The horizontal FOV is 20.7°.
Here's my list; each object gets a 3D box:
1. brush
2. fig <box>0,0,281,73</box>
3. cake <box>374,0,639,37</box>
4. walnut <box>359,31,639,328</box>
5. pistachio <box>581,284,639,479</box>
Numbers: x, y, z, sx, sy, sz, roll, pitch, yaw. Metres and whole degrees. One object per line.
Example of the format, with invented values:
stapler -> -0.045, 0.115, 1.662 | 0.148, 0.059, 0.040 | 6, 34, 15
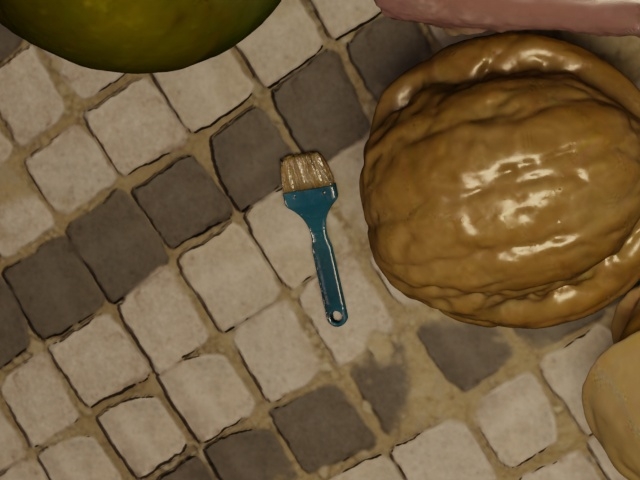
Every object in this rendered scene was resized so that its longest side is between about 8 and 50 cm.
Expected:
brush -> 0.000, 0.000, 1.600 | 0.051, 0.014, 0.164 | -9, 99, 23
fig -> -0.182, -0.281, 1.477 | 0.316, 0.316, 0.316 | 4, 102, 19
cake -> 0.175, -0.308, 1.349 | 0.230, 0.237, 0.309 | 9, 100, 20
walnut -> 0.161, -0.049, 1.420 | 0.257, 0.224, 0.257 | 2, 97, 17
pistachio -> 0.371, 0.131, 1.390 | 0.321, 0.229, 0.238 | 7, 129, 29
